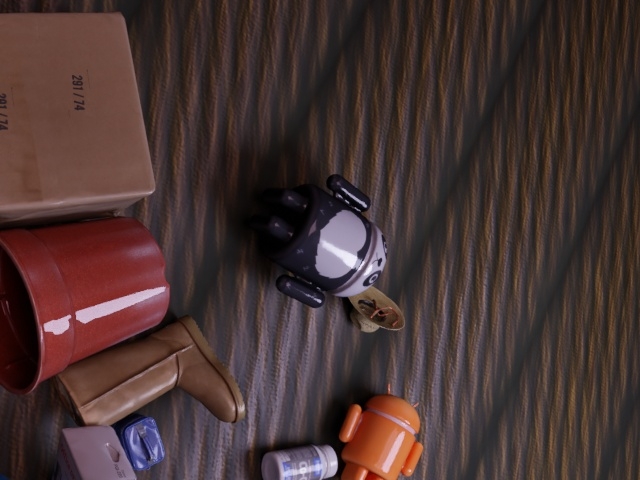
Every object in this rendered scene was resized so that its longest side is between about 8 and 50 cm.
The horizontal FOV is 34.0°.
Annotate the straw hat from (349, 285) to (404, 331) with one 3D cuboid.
[{"bbox_3d":[0.098,0.155,2.161,0.144,0.144,0.061,18,123,-32],"label":"straw hat"}]

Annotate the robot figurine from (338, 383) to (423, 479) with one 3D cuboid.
[{"bbox_3d":[0.125,0.410,2.144,0.219,0.158,0.128,-62,159,-17],"label":"robot figurine"}]

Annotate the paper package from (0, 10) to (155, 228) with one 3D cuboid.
[{"bbox_3d":[-0.456,-0.197,1.703,0.309,0.168,0.325,-8,83,-33],"label":"paper package"}]

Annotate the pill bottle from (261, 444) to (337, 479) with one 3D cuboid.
[{"bbox_3d":[-0.040,0.445,2.063,0.137,0.078,0.078,-4,92,-33],"label":"pill bottle"}]

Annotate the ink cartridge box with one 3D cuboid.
[{"bbox_3d":[-0.386,0.440,1.738,0.092,0.158,0.218,3,117,-32],"label":"ink cartridge box"}]

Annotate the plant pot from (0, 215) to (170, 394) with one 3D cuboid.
[{"bbox_3d":[-0.411,0.082,1.725,0.265,0.272,0.272,-18,100,-40],"label":"plant pot"}]

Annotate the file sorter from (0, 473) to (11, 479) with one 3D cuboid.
[{"bbox_3d":[-0.505,0.463,1.704,0.104,0.170,0.118,43,68,-30],"label":"file sorter"}]

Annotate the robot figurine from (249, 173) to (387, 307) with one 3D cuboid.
[{"bbox_3d":[0.002,-0.002,2.031,0.278,0.173,0.209,32,117,-29],"label":"robot figurine"}]

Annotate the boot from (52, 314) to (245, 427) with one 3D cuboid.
[{"bbox_3d":[-0.301,0.276,1.855,0.269,0.089,0.236,-25,68,-32],"label":"boot"}]

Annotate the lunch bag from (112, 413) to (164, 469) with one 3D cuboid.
[{"bbox_3d":[-0.325,0.366,1.882,0.067,0.065,0.098,-23,102,-31],"label":"lunch bag"}]
